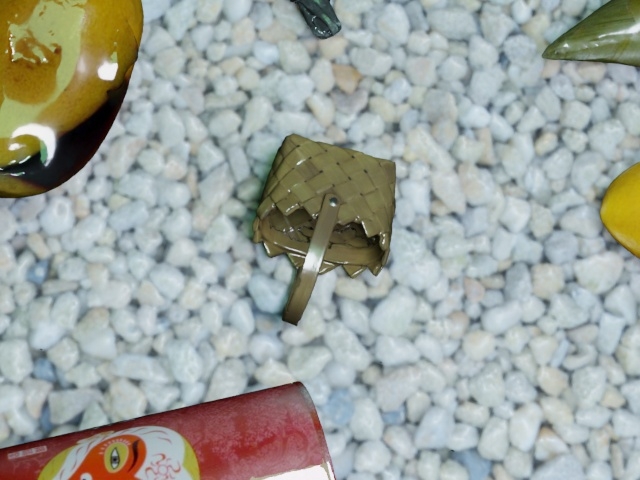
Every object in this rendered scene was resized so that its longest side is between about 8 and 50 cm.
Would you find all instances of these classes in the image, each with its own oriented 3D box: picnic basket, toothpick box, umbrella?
[{"bbox_3d":[0.000,0.000,1.903,0.137,0.128,0.178,15,58,0],"label":"picnic basket"},{"bbox_3d":[-0.157,0.262,1.787,0.333,0.204,0.204,-12,79,-8],"label":"toothpick box"},{"bbox_3d":[-0.035,-0.316,2.012,0.066,0.059,0.236,-28,80,5],"label":"umbrella"}]

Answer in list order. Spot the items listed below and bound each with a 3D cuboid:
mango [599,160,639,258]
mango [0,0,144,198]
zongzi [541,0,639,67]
[{"bbox_3d":[0.412,-0.031,1.957,0.257,0.138,0.187,-14,67,-16],"label":"mango"},{"bbox_3d":[-0.282,-0.170,1.899,0.201,0.152,0.287,34,76,-3],"label":"mango"},{"bbox_3d":[0.414,-0.308,2.022,0.360,0.160,0.323,3,71,1],"label":"zongzi"}]
